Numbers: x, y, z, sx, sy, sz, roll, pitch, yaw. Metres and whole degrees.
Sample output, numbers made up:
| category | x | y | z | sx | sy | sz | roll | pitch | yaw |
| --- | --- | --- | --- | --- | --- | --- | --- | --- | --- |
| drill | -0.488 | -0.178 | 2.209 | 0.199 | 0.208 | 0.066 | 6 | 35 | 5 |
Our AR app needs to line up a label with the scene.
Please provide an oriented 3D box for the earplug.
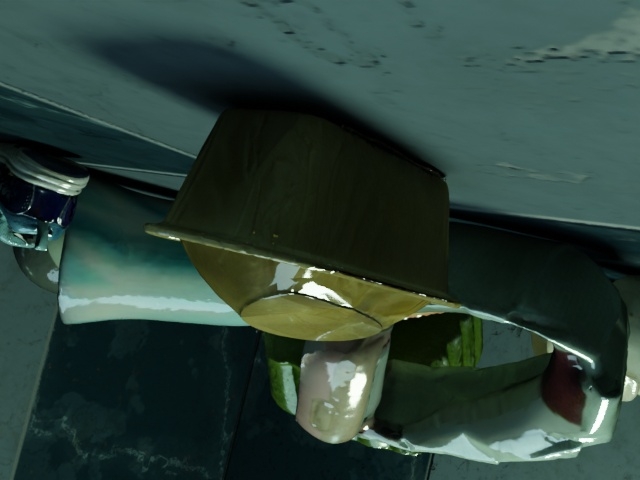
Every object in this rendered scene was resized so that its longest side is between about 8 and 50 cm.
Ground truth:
| category | x | y | z | sx | sy | sz | roll | pitch | yaw |
| --- | --- | --- | --- | --- | --- | --- | --- | --- | --- |
| earplug | -0.142 | 0.027 | 0.954 | 0.323 | 0.185 | 0.185 | 7 | 177 | -9 |

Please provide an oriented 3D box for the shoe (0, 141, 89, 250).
| category | x | y | z | sx | sy | sz | roll | pitch | yaw |
| --- | --- | --- | --- | --- | --- | --- | --- | --- | --- |
| shoe | -0.317 | -0.047 | 0.821 | 0.091 | 0.106 | 0.207 | 18 | 180 | -34 |

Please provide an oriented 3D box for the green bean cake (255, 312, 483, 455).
| category | x | y | z | sx | sy | sz | roll | pitch | yaw |
| --- | --- | --- | --- | --- | --- | --- | --- | --- | --- |
| green bean cake | 0.076 | 0.145 | 1.042 | 0.246 | 0.157 | 0.250 | 12 | -141 | 27 |

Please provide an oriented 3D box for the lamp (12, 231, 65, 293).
| category | x | y | z | sx | sy | sz | roll | pitch | yaw |
| --- | --- | --- | --- | --- | --- | --- | --- | --- | --- |
| lamp | -0.378 | -0.017 | 1.232 | 0.181 | 0.182 | 0.313 | 16 | 155 | -31 |

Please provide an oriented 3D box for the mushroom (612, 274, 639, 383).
| category | x | y | z | sx | sy | sz | roll | pitch | yaw |
| --- | --- | --- | --- | --- | --- | --- | --- | --- | --- |
| mushroom | 0.323 | 0.086 | 0.589 | 0.225 | 0.093 | 0.116 | 17 | 158 | 43 |

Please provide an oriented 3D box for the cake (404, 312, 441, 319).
| category | x | y | z | sx | sy | sz | roll | pitch | yaw |
| --- | --- | --- | --- | --- | --- | --- | --- | --- | --- |
| cake | 0.142 | 0.028 | 0.774 | 0.225 | 0.090 | 0.109 | -9 | 166 | 24 |

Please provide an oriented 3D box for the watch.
| category | x | y | z | sx | sy | sz | roll | pitch | yaw |
| --- | --- | --- | --- | --- | --- | --- | --- | --- | --- |
| watch | 0.118 | 0.089 | 0.624 | 0.241 | 0.162 | 0.253 | 16 | 144 | 7 |

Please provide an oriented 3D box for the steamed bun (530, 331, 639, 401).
| category | x | y | z | sx | sy | sz | roll | pitch | yaw |
| --- | --- | --- | --- | --- | --- | --- | --- | --- | --- |
| steamed bun | 0.305 | 0.114 | 0.801 | 0.182 | 0.106 | 0.183 | 6 | 180 | 0 |

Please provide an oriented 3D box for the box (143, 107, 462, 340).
| category | x | y | z | sx | sy | sz | roll | pitch | yaw |
| --- | --- | --- | --- | --- | --- | --- | --- | --- | --- |
| box | 0.000 | 0.000 | 0.391 | 0.111 | 0.111 | 0.177 | 10 | 175 | 39 |
